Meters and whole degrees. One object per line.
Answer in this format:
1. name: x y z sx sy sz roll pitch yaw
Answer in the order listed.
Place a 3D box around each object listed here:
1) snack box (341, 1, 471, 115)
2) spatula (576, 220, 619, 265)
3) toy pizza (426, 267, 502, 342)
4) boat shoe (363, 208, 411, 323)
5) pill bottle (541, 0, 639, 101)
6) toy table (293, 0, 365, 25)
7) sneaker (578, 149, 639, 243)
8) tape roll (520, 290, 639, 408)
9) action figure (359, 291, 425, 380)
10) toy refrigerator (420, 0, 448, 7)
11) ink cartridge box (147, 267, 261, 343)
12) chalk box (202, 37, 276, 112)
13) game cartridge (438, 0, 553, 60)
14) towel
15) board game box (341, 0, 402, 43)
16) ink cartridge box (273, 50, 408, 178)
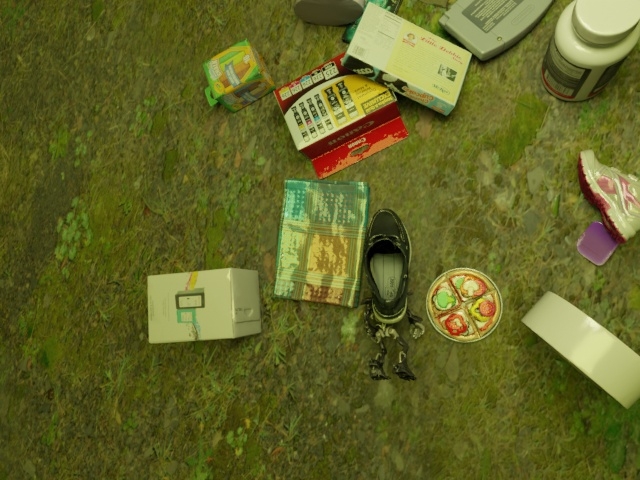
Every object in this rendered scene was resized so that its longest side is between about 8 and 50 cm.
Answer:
1. snack box: 0.237 -0.490 1.325 0.321 0.060 0.187 24 71 -6
2. spatula: 0.766 -0.074 1.231 0.084 0.030 0.297 41 96 28
3. toy pizza: 0.386 0.174 1.322 0.201 0.032 0.202 -2 85 17
4. boat shoe: 0.174 0.041 1.300 0.127 0.113 0.341 0 60 14
5. pill bottle: 0.638 -0.467 1.157 0.176 0.318 0.177 -2 84 15
6. toy table: 0.035 -0.735 1.400 0.274 0.252 0.161 19 98 48
7. sneaker: 0.723 -0.123 1.201 0.111 0.103 0.253 -26 69 15
8. tape roll: 0.606 0.246 1.120 0.286 0.286 0.100 42 96 16
9. action figure: 0.189 0.239 1.326 0.163 0.141 0.276 -12 55 23
10. toy refrigerator: 0.365 -0.820 1.386 0.094 0.102 0.270 25 93 17
11. ink cartridge box: -0.337 0.192 1.451 0.269 0.198 0.198 -6 82 15
12. chalk box: -0.273 -0.500 1.531 0.212 0.132 0.133 -26 78 13
13. game cartridge: 0.498 -0.638 1.337 0.297 0.062 0.198 -42 78 1
14. towel: 0.000 0.000 1.451 0.271 0.040 0.371 5 87 18
15. board game box: 0.158 -0.671 1.473 0.126 0.026 0.186 24 92 18
16. ink cartridge box: 0.064 -0.370 1.419 0.309 0.130 0.272 -25 79 12
